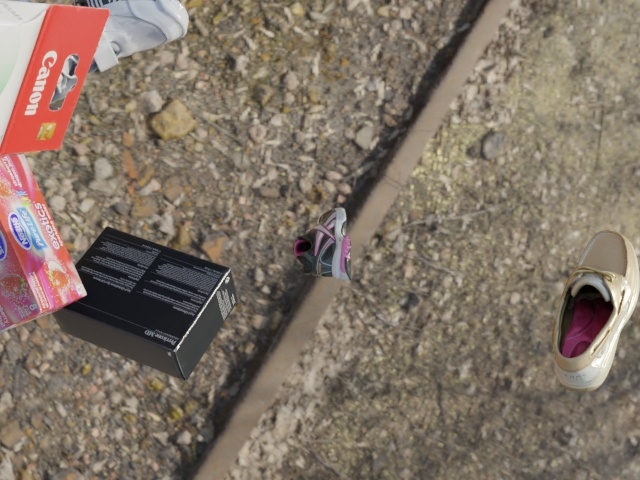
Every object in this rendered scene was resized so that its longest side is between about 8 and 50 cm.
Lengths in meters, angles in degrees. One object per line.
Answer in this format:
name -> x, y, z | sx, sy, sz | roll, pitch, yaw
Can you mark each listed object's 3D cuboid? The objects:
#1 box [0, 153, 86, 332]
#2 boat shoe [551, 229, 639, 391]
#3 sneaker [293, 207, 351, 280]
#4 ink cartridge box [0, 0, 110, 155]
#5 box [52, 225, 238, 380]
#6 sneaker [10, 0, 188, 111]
box -> -0.493, 0.005, 1.208 | 0.257, 0.122, 0.128 | 67, 17, -1
boat shoe -> 0.256, 0.055, 0.722 | 0.059, 0.063, 0.170 | 54, 49, -45
sneaker -> 0.000, 0.000, 1.087 | 0.077, 0.178, 0.072 | -1, 107, -2
ink cartridge box -> -0.296, -0.133, 0.722 | 0.224, 0.056, 0.181 | -15, 143, -55
box -> -0.303, 0.104, 1.335 | 0.103, 0.261, 0.184 | 86, 28, -47
sneaker -> -0.386, -0.272, 1.203 | 0.366, 0.137, 0.210 | -3, 72, 2
